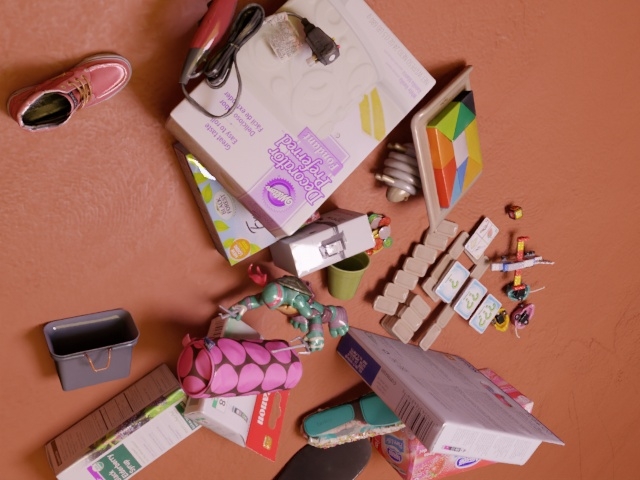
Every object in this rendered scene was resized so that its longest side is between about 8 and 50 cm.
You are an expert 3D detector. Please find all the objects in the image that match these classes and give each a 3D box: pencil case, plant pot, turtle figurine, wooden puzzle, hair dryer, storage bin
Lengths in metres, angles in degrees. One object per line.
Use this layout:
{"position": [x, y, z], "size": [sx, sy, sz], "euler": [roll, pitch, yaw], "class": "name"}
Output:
{"position": [-0.127, 0.197, 1.250], "size": [0.209, 0.098, 0.095], "euler": [12, 126, -50], "class": "pencil case"}
{"position": [0.043, 0.063, 1.403], "size": [0.083, 0.083, 0.079], "euler": [-10, 128, -26], "class": "plant pot"}
{"position": [-0.051, 0.117, 1.294], "size": [0.234, 0.175, 0.118], "euler": [22, 93, -60], "class": "turtle figurine"}
{"position": [0.234, -0.160, 1.371], "size": [0.221, 0.044, 0.239], "euler": [-45, 135, -42], "class": "wooden puzzle"}
{"position": [-0.121, -0.332, 1.041], "size": [0.223, 0.080, 0.294], "euler": [-26, 86, -13], "class": "hair dryer"}
{"position": [-0.353, 0.179, 1.215], "size": [0.135, 0.098, 0.091], "euler": [-11, 127, -26], "class": "storage bin"}

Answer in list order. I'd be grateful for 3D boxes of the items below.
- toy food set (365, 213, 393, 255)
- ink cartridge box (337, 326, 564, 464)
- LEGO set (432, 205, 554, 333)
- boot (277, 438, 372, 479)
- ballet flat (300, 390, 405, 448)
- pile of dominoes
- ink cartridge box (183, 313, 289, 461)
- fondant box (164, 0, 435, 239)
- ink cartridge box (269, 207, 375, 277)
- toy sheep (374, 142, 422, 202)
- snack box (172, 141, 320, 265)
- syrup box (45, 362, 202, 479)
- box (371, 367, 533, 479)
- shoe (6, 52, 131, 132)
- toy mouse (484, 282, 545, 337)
{"position": [0.096, -0.010, 1.430], "size": [0.082, 0.020, 0.083], "euler": [-29, 123, -16], "class": "toy food set"}
{"position": [0.238, 0.296, 1.466], "size": [0.330, 0.324, 0.072], "euler": [20, 102, -35], "class": "ink cartridge box"}
{"position": [0.359, 0.056, 1.571], "size": [0.182, 0.060, 0.244], "euler": [40, 83, -33], "class": "LEGO set"}
{"position": [-0.021, 0.500, 1.564], "size": [0.305, 0.112, 0.115], "euler": [-37, 146, -7], "class": "boot"}
{"position": [0.080, 0.351, 1.525], "size": [0.240, 0.091, 0.077], "euler": [-11, 142, 5], "class": "ballet flat"}
{"position": [0.213, 0.082, 1.546], "size": [0.251, 0.040, 0.196], "euler": [-52, 127, -10], "class": "pile of dominoes"}
{"position": [-0.119, 0.258, 1.347], "size": [0.224, 0.056, 0.181], "euler": [38, 49, -35], "class": "ink cartridge box"}
{"position": [-0.026, -0.200, 1.143], "size": [0.238, 0.096, 0.330], "euler": [45, 77, -10], "class": "fondant box"}
{"position": [0.000, 0.000, 1.319], "size": [0.150, 0.109, 0.063], "euler": [-22, 107, -21], "class": "ink cartridge box"}
{"position": [0.150, -0.128, 1.370], "size": [0.091, 0.091, 0.132], "euler": [22, 94, -36], "class": "toy sheep"}
{"position": [-0.113, -0.091, 1.238], "size": [0.174, 0.070, 0.207], "euler": [-28, 122, -17], "class": "snack box"}
{"position": [-0.322, 0.321, 1.291], "size": [0.236, 0.096, 0.093], "euler": [-35, 124, -14], "class": "syrup box"}
{"position": [0.275, 0.384, 1.636], "size": [0.299, 0.154, 0.142], "euler": [-5, 115, -30], "class": "box"}
{"position": [-0.331, -0.197, 1.055], "size": [0.177, 0.081, 0.064], "euler": [-27, 123, -18], "class": "shoe"}
{"position": [0.423, 0.138, 1.684], "size": [0.143, 0.031, 0.161], "euler": [-41, 126, -8], "class": "toy mouse"}
